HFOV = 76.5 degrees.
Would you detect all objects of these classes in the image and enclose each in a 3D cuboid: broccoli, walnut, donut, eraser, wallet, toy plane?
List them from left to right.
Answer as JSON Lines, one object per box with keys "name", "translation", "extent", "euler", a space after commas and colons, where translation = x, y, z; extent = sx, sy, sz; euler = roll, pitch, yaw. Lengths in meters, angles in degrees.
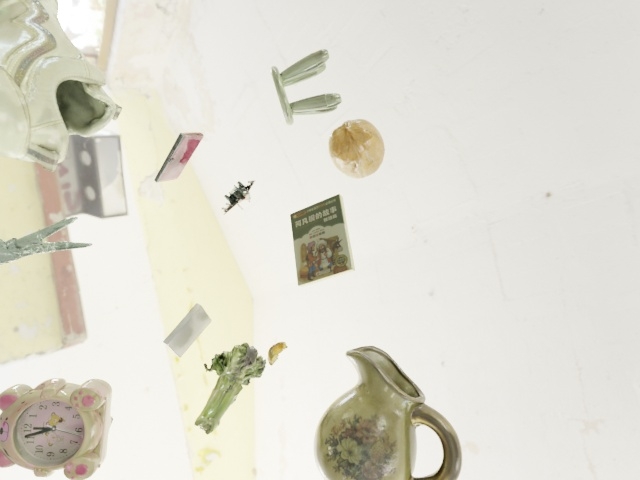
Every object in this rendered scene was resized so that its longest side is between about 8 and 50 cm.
{"name": "wallet", "translation": [-0.535, -0.314, 1.536], "extent": [0.025, 0.119, 0.232], "euler": [46, -61, 6]}
{"name": "eraser", "translation": [-0.407, 0.278, 1.254], "extent": [0.023, 0.150, 0.104], "euler": [24, -31, 25]}
{"name": "broccoli", "translation": [-0.277, 0.440, 1.202], "extent": [0.164, 0.304, 0.146], "euler": [-20, -74, 20]}
{"name": "toy plane", "translation": [-0.360, -0.206, 1.823], "extent": [0.104, 0.223, 0.326], "euler": [43, -12, -9]}
{"name": "donut", "translation": [-0.151, 0.389, 1.423], "extent": [0.067, 0.083, 0.038], "euler": [-129, -159, -52]}
{"name": "walnut", "translation": [0.125, -0.321, 1.421], "extent": [0.193, 0.225, 0.193], "euler": [-13, -118, 24]}

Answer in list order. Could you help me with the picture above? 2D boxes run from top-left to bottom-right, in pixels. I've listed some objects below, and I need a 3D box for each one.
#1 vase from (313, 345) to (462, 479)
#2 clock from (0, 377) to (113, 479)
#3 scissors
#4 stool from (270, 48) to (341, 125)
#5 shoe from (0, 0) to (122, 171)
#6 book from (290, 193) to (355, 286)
{"name": "vase", "translation": [0.163, 0.445, 0.943], "extent": [0.329, 0.241, 0.303], "euler": [22, -91, 24]}
{"name": "clock", "translation": [-0.804, 0.561, 1.223], "extent": [0.114, 0.309, 0.284], "euler": [-175, -90, -83]}
{"name": "scissors", "translation": [-0.769, 0.021, 0.993], "extent": [0.029, 0.383, 0.256], "euler": [-111, -173, -47]}
{"name": "stool", "translation": [-0.049, -0.505, 1.363], "extent": [0.195, 0.198, 0.195], "euler": [-112, -173, -79]}
{"name": "shoe", "translation": [-0.348, -0.206, 0.486], "extent": [0.132, 0.210, 0.342], "euler": [-45, -146, 30]}
{"name": "book", "translation": [0.000, 0.000, 1.318], "extent": [0.201, 0.027, 0.264], "euler": [-20, -116, 26]}
